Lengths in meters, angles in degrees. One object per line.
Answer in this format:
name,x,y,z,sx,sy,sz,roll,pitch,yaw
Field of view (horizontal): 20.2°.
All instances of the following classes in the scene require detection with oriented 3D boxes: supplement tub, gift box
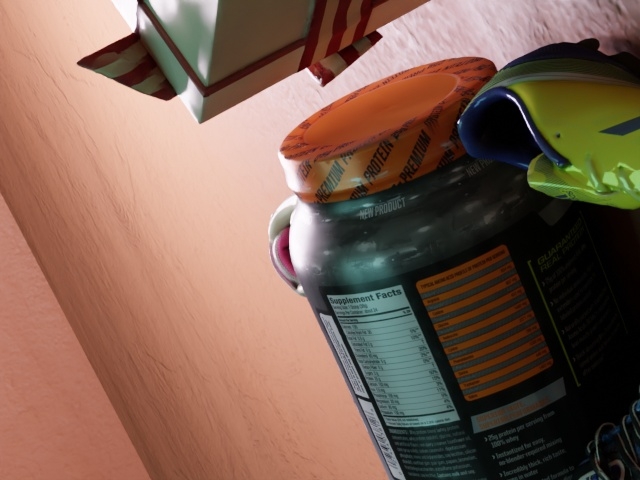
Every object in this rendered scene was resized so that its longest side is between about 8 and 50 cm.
supplement tub,0.109,0.055,1.278,0.207,0.207,0.338,16,132,63
gift box,-0.062,-0.249,1.178,0.255,0.276,0.258,59,163,17

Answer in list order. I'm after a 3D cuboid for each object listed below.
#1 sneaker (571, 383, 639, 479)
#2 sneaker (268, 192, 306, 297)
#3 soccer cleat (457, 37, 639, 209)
sneaker,0.228,0.145,1.131,0.130,0.147,0.330,-88,-13,-54
sneaker,0.000,0.000,1.611,0.103,0.111,0.252,54,160,15
soccer cleat,0.191,-0.045,1.057,0.289,0.121,0.093,30,145,55
